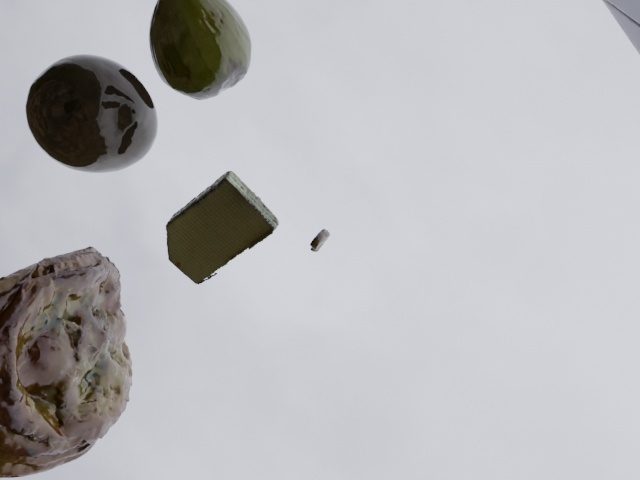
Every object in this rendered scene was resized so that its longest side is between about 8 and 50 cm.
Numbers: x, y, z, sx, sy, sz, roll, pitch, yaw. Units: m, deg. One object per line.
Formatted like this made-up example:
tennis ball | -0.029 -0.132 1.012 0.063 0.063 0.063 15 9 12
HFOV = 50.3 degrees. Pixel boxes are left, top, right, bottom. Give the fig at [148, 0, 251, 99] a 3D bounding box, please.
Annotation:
fig | -0.282 -0.463 1.552 0.239 0.239 0.271 15 -43 42

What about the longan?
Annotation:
longan | -0.471 -0.262 1.415 0.258 0.258 0.258 6 -82 43

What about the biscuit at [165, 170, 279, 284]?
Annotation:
biscuit | -0.216 -0.020 1.378 0.252 0.052 0.150 -35 -69 29

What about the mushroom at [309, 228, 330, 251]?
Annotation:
mushroom | 0.000 0.001 1.292 0.019 0.101 0.049 38 -79 5

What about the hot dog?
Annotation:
hot dog | -0.265 0.110 0.681 0.122 0.272 0.196 -3 -82 15

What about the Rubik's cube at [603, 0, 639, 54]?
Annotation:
Rubik's cube | 0.534 -0.301 0.813 0.260 0.259 0.255 -41 -161 6
